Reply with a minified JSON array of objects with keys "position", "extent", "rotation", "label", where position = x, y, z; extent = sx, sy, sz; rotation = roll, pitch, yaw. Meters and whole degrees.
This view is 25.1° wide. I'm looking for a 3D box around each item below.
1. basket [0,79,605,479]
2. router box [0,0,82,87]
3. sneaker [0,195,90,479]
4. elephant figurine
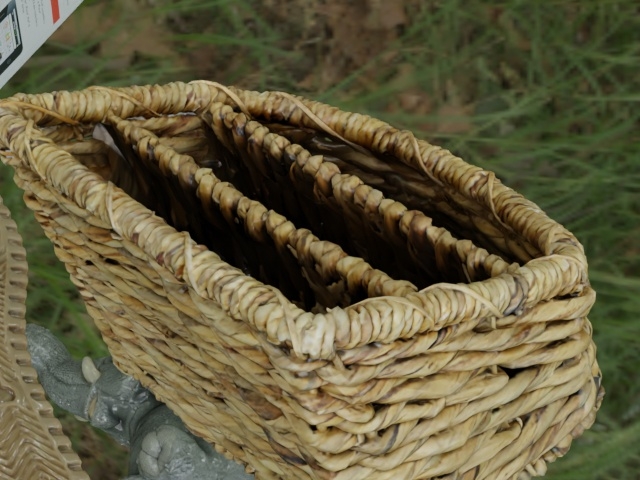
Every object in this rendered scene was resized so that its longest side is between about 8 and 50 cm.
[{"position":[0.000,0.000,0.791],"extent":[0.213,0.299,0.223],"rotation":[-39,135,-20],"label":"basket"},{"position":[-0.339,-0.302,1.444],"extent":[0.082,0.335,0.301],"rotation":[29,61,12],"label":"router box"},{"position":[-0.187,0.085,0.615],"extent":[0.099,0.282,0.153],"rotation":[9,134,-44],"label":"sneaker"},{"position":[-0.135,0.152,1.241],"extent":[0.169,0.239,0.186],"rotation":[-38,131,15],"label":"elephant figurine"}]
